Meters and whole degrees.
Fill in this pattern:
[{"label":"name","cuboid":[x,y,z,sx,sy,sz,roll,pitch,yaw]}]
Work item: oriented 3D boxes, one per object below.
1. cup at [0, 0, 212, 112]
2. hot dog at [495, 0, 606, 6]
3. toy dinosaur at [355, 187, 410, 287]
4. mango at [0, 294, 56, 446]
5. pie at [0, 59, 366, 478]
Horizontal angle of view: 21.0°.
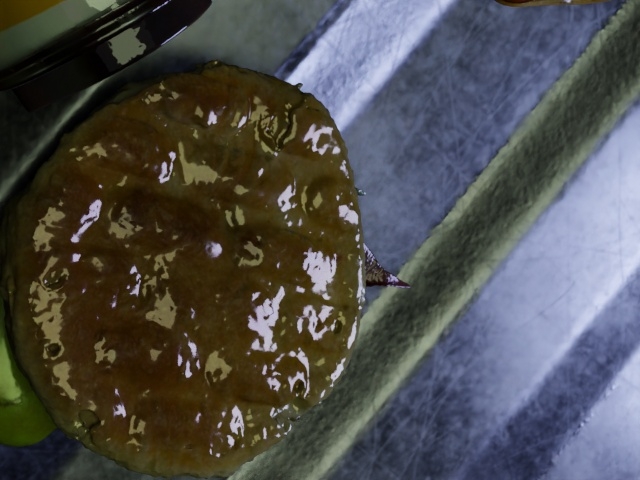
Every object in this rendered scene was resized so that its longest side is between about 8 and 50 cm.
[{"label":"cup","cuboid":[-0.209,-0.246,1.250,0.196,0.196,0.279,-32,107,-13]},{"label":"hot dog","cuboid":[0.213,-0.242,1.504,0.188,0.055,0.072,-5,103,-22]},{"label":"toy dinosaur","cuboid":[-0.001,-0.001,1.491,0.220,0.032,0.108,22,92,-30]},{"label":"mango","cuboid":[-0.235,0.084,1.376,0.117,0.089,0.163,13,98,-24]},{"label":"pie","cuboid":[-0.102,0.023,1.368,0.339,0.083,0.339,-4,96,-33]}]
